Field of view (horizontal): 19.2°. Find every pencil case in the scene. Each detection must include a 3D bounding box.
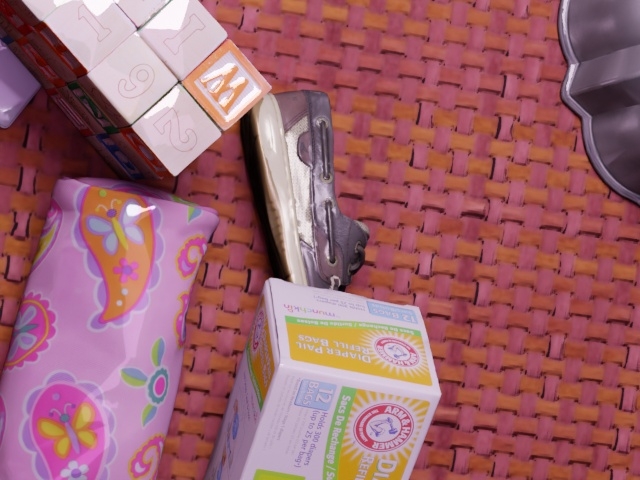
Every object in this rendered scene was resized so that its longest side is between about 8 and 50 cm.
[{"bbox_3d":[-0.154,0.100,1.281,0.124,0.124,0.284,13,86,-13],"label":"pencil case"}]

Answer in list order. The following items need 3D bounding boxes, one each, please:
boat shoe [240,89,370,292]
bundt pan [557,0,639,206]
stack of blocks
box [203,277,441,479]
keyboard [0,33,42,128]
[{"bbox_3d":[0.000,-0.001,1.336,0.073,0.080,0.223,-13,87,-8],"label":"boat shoe"},{"bbox_3d":[0.351,-0.149,1.402,0.331,0.124,0.330,1,88,-14],"label":"bundt pan"},{"bbox_3d":[-0.179,-0.178,1.240,0.087,0.171,0.297,-43,102,-12],"label":"stack of blocks"},{"bbox_3d":[-0.006,0.142,1.269,0.114,0.103,0.203,10,120,-13],"label":"box"},{"bbox_3d":[-0.172,-0.200,1.338,0.072,0.014,0.256,39,80,-14],"label":"keyboard"}]
